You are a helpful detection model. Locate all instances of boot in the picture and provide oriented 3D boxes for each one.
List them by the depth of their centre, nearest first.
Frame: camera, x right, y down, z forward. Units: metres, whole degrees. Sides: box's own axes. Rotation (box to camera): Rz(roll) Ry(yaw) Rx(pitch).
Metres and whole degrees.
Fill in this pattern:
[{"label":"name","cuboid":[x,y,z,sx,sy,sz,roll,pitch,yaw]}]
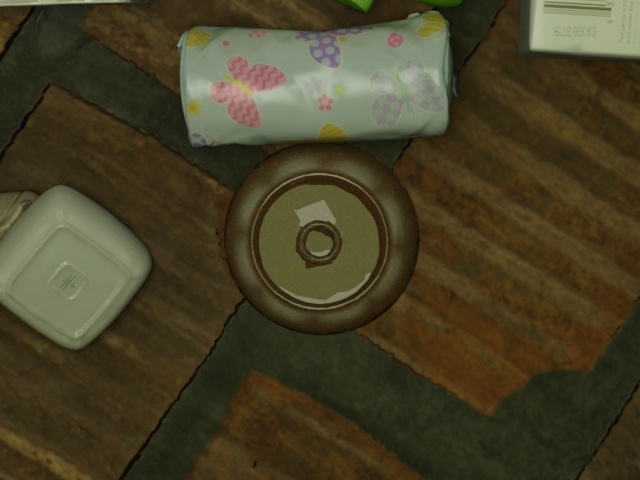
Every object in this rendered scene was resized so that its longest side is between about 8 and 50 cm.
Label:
[{"label":"boot","cuboid":[-0.313,0.006,1.668,0.087,0.042,0.118,13,104,-6]}]

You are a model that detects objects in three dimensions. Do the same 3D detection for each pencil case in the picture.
[{"label":"pencil case","cuboid":[-0.003,-0.156,1.595,0.273,0.113,0.124,-3,88,3]}]

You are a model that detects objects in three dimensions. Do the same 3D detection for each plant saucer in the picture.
[{"label":"plant saucer","cuboid":[0.000,0.000,1.651,0.199,0.036,0.198,0,97,3]}]

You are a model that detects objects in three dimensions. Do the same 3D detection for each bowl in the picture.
[{"label":"bowl","cuboid":[-0.251,0.033,1.642,0.142,0.053,0.142,39,96,-19]}]

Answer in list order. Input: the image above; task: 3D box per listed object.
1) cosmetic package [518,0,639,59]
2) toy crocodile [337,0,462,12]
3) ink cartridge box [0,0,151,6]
[{"label":"cosmetic package","cuboid":[0.267,-0.243,1.534,0.151,0.183,0.151,4,96,3]},{"label":"toy crocodile","cuboid":[-0.011,-0.318,1.564,0.340,0.105,0.115,31,90,-10]},{"label":"ink cartridge box","cuboid":[-0.282,-0.377,1.576,0.226,0.131,0.306,-1,98,3]}]
